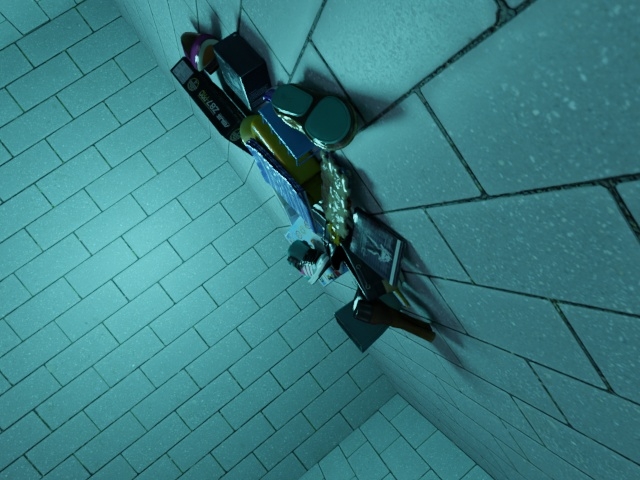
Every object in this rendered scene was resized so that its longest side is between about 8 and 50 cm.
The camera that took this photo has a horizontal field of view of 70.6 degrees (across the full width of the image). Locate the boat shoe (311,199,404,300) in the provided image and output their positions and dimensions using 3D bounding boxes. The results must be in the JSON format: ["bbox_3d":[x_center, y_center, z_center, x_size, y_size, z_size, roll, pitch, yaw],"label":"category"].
[{"bbox_3d":[0.082,0.016,1.601,0.500,0.156,0.187,49,171,31],"label":"boat shoe"}]

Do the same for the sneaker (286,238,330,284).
[{"bbox_3d":[-0.045,0.065,1.825,0.178,0.124,0.295,42,155,2],"label":"sneaker"}]

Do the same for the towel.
[{"bbox_3d":[-0.134,-0.188,1.565,0.336,0.040,0.243,48,168,31],"label":"towel"}]

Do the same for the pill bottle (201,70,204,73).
[{"bbox_3d":[-0.594,-0.771,2.157,0.169,0.094,0.094,53,170,-1],"label":"pill bottle"}]

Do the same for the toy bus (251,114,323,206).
[{"bbox_3d":[-0.094,-0.276,1.528,0.333,0.108,0.130,53,169,2],"label":"toy bus"}]

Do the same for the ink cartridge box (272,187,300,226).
[{"bbox_3d":[-0.167,-0.187,2.171,0.261,0.066,0.296,60,175,28],"label":"ink cartridge box"}]

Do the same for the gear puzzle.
[{"bbox_3d":[0.056,-0.105,1.393,0.176,0.044,0.339,55,158,38],"label":"gear puzzle"}]

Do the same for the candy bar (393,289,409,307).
[{"bbox_3d":[0.278,0.187,1.683,0.162,0.018,0.040,54,171,-1],"label":"candy bar"}]

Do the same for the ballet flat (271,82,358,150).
[{"bbox_3d":[0.004,-0.285,1.071,0.348,0.123,0.123,42,166,45],"label":"ballet flat"}]

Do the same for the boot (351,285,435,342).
[{"bbox_3d":[0.256,0.247,1.594,0.280,0.096,0.264,17,-175,-2],"label":"boot"}]

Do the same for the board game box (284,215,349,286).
[{"bbox_3d":[0.002,0.027,1.971,0.308,0.086,0.302,52,153,3],"label":"board game box"}]

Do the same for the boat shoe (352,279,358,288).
[{"bbox_3d":[0.190,0.195,1.944,0.095,0.079,0.255,49,170,22],"label":"boat shoe"}]

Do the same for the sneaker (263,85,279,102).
[{"bbox_3d":[-0.110,-0.375,1.354,0.170,0.071,0.068,53,170,-6],"label":"sneaker"}]

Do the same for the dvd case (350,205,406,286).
[{"bbox_3d":[0.169,0.016,1.374,0.221,0.018,0.165,42,140,42],"label":"dvd case"}]

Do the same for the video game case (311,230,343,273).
[{"bbox_3d":[0.029,0.046,1.828,0.157,0.019,0.143,34,147,35],"label":"video game case"}]

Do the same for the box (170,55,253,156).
[{"bbox_3d":[-0.397,-0.529,1.849,0.395,0.097,0.318,50,-170,16],"label":"box"}]

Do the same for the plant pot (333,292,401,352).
[{"bbox_3d":[0.199,0.297,1.799,0.165,0.234,0.166,48,170,23],"label":"plant pot"}]

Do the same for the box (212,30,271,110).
[{"bbox_3d":[-0.234,-0.514,1.381,0.156,0.093,0.158,50,169,19],"label":"box"}]

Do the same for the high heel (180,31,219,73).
[{"bbox_3d":[-0.457,-0.704,1.618,0.181,0.127,0.377,44,176,-13],"label":"high heel"}]

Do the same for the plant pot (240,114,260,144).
[{"bbox_3d":[-0.208,-0.397,1.631,0.095,0.134,0.134,-7,124,49],"label":"plant pot"}]

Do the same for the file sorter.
[{"bbox_3d":[-0.070,-0.312,1.262,0.170,0.118,0.104,52,174,4],"label":"file sorter"}]
